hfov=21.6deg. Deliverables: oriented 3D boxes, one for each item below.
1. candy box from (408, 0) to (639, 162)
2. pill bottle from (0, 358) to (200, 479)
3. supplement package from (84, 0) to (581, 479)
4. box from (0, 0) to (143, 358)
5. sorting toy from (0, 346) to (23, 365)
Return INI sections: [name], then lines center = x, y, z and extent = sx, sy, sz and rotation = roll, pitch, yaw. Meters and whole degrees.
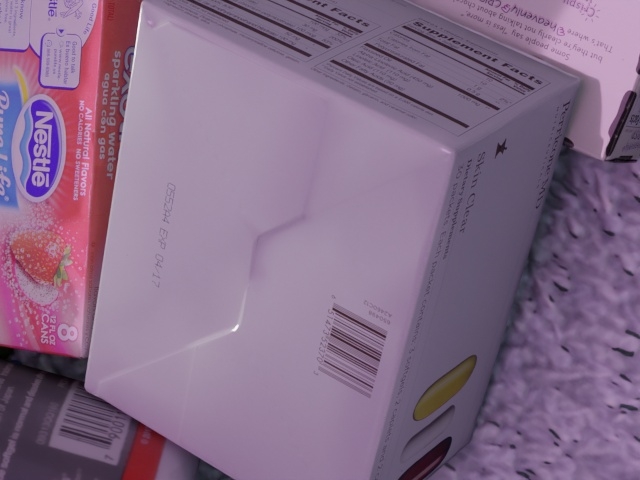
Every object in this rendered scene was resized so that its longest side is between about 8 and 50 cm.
[candy box]
center = 0.149, -0.180, 0.968
extent = 0.159, 0.071, 0.233
rotation = 27, 103, 24
[pill bottle]
center = -0.271, 0.162, 1.042
extent = 0.363, 0.210, 0.210
rotation = 16, 100, -3
[supplement package]
center = 0.000, 0.000, 0.967
extent = 0.204, 0.145, 0.262
rotation = 28, 124, 23
[box]
center = -0.166, -0.084, 1.091
extent = 0.154, 0.142, 0.300
rotation = 6, 95, 27
[sorting toy]
center = -0.247, 0.091, 1.195
extent = 0.061, 0.042, 0.102
rotation = 10, 96, 26
